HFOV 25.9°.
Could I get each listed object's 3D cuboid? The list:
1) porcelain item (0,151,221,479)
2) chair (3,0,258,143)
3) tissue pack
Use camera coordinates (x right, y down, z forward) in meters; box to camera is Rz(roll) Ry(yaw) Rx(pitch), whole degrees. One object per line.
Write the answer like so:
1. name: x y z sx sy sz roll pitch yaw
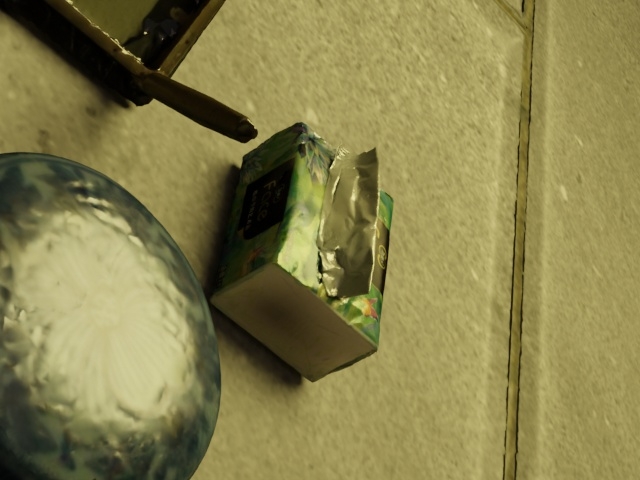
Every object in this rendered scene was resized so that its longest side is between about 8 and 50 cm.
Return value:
1. porcelain item: -0.117 0.048 0.529 0.147 0.114 0.147 32 43 -35
2. chair: -0.097 -0.177 0.695 0.188 0.166 0.272 39 -3 -29
3. tissue pack: 0.000 0.000 0.752 0.085 0.079 0.111 40 39 -28
